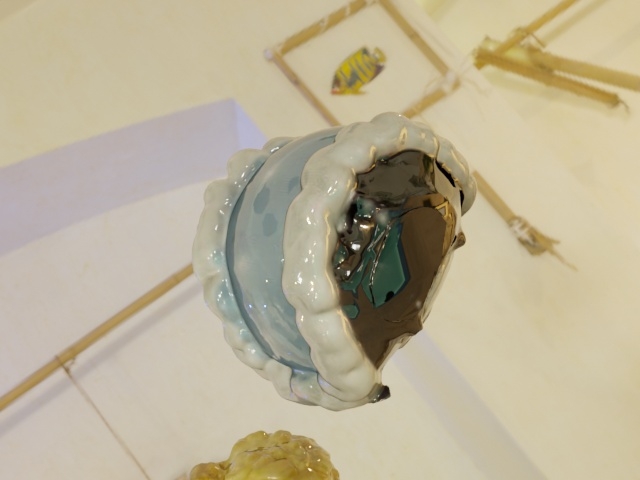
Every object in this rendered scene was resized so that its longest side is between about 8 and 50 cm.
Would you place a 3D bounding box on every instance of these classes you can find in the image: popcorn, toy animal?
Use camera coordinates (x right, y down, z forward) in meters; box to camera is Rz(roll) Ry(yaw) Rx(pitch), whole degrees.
[{"bbox_3d":[-0.058,0.280,0.839,0.170,0.180,0.180,-47,-13,18],"label":"popcorn"},{"bbox_3d":[0.000,0.000,0.578,0.204,0.156,0.208,2,54,52],"label":"toy animal"}]
